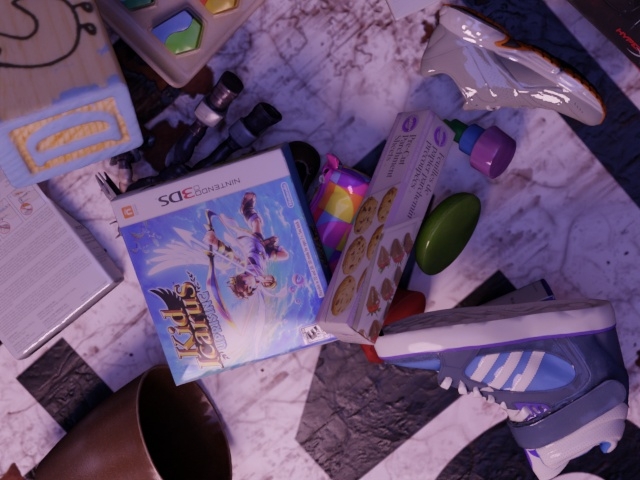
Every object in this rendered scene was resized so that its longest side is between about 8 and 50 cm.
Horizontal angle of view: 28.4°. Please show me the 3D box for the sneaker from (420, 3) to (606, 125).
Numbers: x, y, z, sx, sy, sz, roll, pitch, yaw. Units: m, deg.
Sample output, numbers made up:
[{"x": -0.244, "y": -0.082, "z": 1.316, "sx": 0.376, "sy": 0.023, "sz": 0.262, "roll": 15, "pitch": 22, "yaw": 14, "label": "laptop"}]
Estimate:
[{"x": 0.256, "y": -0.211, "z": 1.707, "sx": 0.262, "sy": 0.099, "sz": 0.121, "roll": 31, "pitch": 108, "yaw": 5, "label": "sneaker"}]

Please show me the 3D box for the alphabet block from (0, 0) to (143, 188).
[{"x": -0.354, "y": -0.212, "z": 1.631, "sx": 0.192, "sy": 0.193, "sz": 0.197, "roll": -20, "pitch": 72, "yaw": -10, "label": "alphabet block"}]

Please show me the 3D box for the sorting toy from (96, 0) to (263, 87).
[{"x": -0.194, "y": -0.343, "z": 1.724, "sx": 0.193, "sy": 0.038, "sz": 0.208, "roll": 44, "pitch": 99, "yaw": -5, "label": "sorting toy"}]

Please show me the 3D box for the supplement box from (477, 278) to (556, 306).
[{"x": 0.308, "y": 0.182, "z": 1.757, "sx": 0.114, "sy": 0.111, "sz": 0.220, "roll": -24, "pitch": 98, "yaw": 7, "label": "supplement box"}]

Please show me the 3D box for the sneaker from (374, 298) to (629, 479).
[{"x": 0.239, "y": 0.207, "z": 1.643, "sx": 0.323, "sy": 0.130, "sz": 0.236, "roll": -7, "pitch": 97, "yaw": 1, "label": "sneaker"}]

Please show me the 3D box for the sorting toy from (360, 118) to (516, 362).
[{"x": 0.125, "y": -0.014, "z": 1.754, "sx": 0.126, "sy": 0.127, "sz": 0.365, "roll": 34, "pitch": 98, "yaw": 27, "label": "sorting toy"}]

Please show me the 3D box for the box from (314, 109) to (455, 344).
[{"x": 0.087, "y": -0.020, "z": 1.664, "sx": 0.063, "sy": 0.067, "sz": 0.324, "roll": 37, "pitch": 67, "yaw": -37, "label": "box"}]

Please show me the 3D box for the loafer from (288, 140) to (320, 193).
[{"x": -0.078, "y": -0.039, "z": 1.752, "sx": 0.080, "sy": 0.078, "sz": 0.220, "roll": 28, "pitch": 100, "yaw": -2, "label": "loafer"}]

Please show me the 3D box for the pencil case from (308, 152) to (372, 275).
[{"x": 0.000, "y": 0.000, "z": 1.747, "sx": 0.104, "sy": 0.104, "sz": 0.236, "roll": 25, "pitch": 100, "yaw": -2, "label": "pencil case"}]

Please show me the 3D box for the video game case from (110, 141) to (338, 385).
[{"x": -0.119, "y": 0.033, "z": 1.683, "sx": 0.244, "sy": 0.061, "sz": 0.269, "roll": -17, "pitch": 99, "yaw": 12, "label": "video game case"}]

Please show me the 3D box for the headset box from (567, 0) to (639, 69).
[{"x": 0.433, "y": -0.401, "z": 1.604, "sx": 0.218, "sy": 0.110, "sz": 0.293, "roll": 40, "pitch": 110, "yaw": -16, "label": "headset box"}]

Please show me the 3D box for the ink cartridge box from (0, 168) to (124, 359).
[{"x": -0.423, "y": 0.023, "z": 1.801, "sx": 0.189, "sy": 0.066, "sz": 0.232, "roll": -38, "pitch": 85, "yaw": 9, "label": "ink cartridge box"}]

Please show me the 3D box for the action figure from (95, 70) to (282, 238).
[{"x": -0.185, "y": -0.096, "z": 1.744, "sx": 0.185, "sy": 0.099, "sz": 0.285, "roll": 43, "pitch": 103, "yaw": -12, "label": "action figure"}]

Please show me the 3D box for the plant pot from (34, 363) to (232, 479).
[{"x": -0.279, "y": 0.317, "z": 1.779, "sx": 0.230, "sy": 0.215, "sz": 0.215, "roll": -26, "pitch": 98, "yaw": 21, "label": "plant pot"}]

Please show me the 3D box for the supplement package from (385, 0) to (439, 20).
[{"x": 0.123, "y": -0.405, "z": 1.618, "sx": 0.149, "sy": 0.194, "sz": 0.203, "roll": -23, "pitch": 99, "yaw": 7, "label": "supplement package"}]
